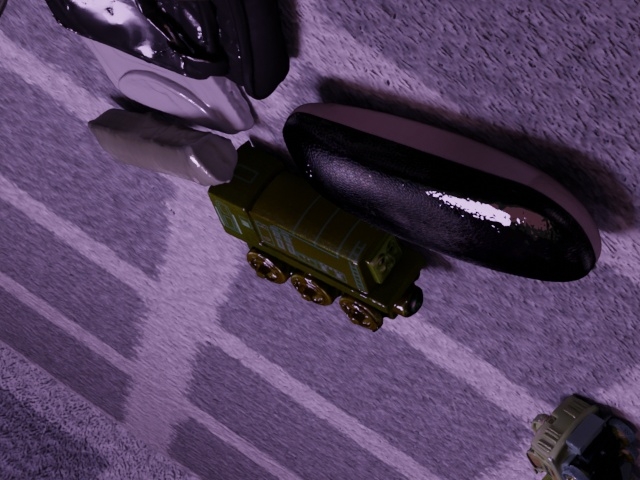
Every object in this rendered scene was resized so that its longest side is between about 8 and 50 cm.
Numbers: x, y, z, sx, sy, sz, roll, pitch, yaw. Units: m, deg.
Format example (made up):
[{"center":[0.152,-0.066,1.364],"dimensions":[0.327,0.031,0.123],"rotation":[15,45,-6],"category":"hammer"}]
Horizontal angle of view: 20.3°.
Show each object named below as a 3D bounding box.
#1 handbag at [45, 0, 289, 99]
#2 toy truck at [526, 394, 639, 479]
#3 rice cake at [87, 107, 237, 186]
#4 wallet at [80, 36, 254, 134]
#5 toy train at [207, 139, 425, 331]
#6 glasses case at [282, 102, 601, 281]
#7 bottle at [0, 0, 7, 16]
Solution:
[{"center":[-0.144,-0.230,1.457],"dimensions":[0.244,0.088,0.275],"rotation":[26,158,15],"category":"handbag"},{"center":[0.266,0.234,1.863],"dimensions":[0.116,0.085,0.191],"rotation":[34,161,33],"category":"toy truck"},{"center":[-0.161,-0.098,1.797],"dimensions":[0.057,0.052,0.256],"rotation":[34,171,-30],"category":"rice cake"},{"center":[-0.151,-0.158,1.713],"dimensions":[0.183,0.032,0.124],"rotation":[22,156,35],"category":"wallet"},{"center":[0.000,0.000,1.749],"dimensions":[0.225,0.090,0.137],"rotation":[25,155,28],"category":"toy train"},{"center":[0.096,-0.043,1.497],"dimensions":[0.314,0.075,0.122],"rotation":[20,154,38],"category":"glasses case"},{"center":[-0.434,-0.284,1.754],"dimensions":[0.253,0.120,0.120],"rotation":[27,160,20],"category":"bottle"}]
